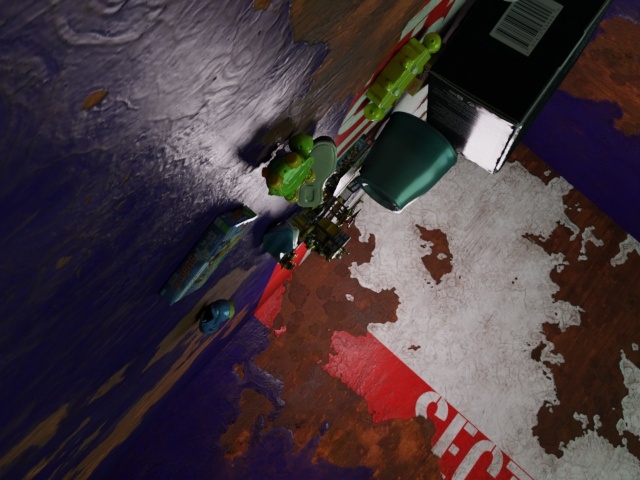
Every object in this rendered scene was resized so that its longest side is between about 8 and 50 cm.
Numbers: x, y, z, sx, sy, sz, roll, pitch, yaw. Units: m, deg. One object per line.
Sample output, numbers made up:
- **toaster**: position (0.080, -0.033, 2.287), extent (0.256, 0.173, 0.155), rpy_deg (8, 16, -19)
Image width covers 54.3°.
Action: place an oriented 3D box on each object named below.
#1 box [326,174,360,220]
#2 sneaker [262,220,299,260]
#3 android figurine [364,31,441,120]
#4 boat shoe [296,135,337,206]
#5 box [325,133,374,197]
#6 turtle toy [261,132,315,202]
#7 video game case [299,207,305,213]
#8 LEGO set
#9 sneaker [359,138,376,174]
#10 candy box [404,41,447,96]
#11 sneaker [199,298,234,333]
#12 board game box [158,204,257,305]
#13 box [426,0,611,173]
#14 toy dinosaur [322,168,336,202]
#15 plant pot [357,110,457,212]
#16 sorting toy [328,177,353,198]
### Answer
- **box**: position (0.109, -0.185, 2.677), extent (0.175, 0.051, 0.220), rpy_deg (-50, 176, 29)
- **sneaker**: position (-0.105, -0.014, 1.756), extent (0.092, 0.087, 0.228), rpy_deg (-55, -175, -16)
- **android figurine**: position (0.189, -0.386, 1.470), extent (0.248, 0.056, 0.273), rpy_deg (-49, 178, 15)
- **boat shoe**: position (-0.016, -0.163, 1.383), extent (0.233, 0.084, 0.079), rpy_deg (111, -19, -60)
- **box**: position (0.084, -0.227, 1.965), extent (0.159, 0.044, 0.233), rpy_deg (-48, 176, -12)
- **turtle toy**: position (-0.055, -0.133, 1.116), extent (0.130, 0.066, 0.095), rpy_deg (-51, 153, -1)
- **video game case**: position (-0.062, -0.079, 2.067), extent (0.087, 0.011, 0.122), rpy_deg (-47, 176, -17)
- **LEGO set**: position (0.000, 0.000, 2.001), extent (0.255, 0.192, 0.331), rpy_deg (-46, 175, -37)
- **sneaker**: position (0.191, -0.285, 2.322), extent (0.124, 0.107, 0.283), rpy_deg (-43, 168, 3)
- **candy box**: position (0.306, -0.490, 1.781), extent (0.186, 0.053, 0.109), rpy_deg (-42, 173, -49)
- **sneaker**: position (-0.326, 0.223, 1.819), extent (0.082, 0.069, 0.209), rpy_deg (-4, 158, -34)
- **board game box**: position (-0.212, 0.026, 1.188), extent (0.201, 0.035, 0.136), rpy_deg (-50, 176, 17)
- **box**: position (0.557, -0.512, 1.818), extent (0.480, 0.297, 0.472), rpy_deg (-54, 166, -3)
- **toy dinosaur**: position (-0.013, -0.149, 1.657), extent (0.211, 0.064, 0.112), rpy_deg (-61, 171, -60)
- **plant pot**: position (0.267, -0.241, 2.066), extent (0.255, 0.271, 0.271), rpy_deg (-52, 177, -8)
- **sorting toy**: position (0.020, -0.141, 2.232), extent (0.307, 0.041, 0.229), rpy_deg (-49, -179, 7)
